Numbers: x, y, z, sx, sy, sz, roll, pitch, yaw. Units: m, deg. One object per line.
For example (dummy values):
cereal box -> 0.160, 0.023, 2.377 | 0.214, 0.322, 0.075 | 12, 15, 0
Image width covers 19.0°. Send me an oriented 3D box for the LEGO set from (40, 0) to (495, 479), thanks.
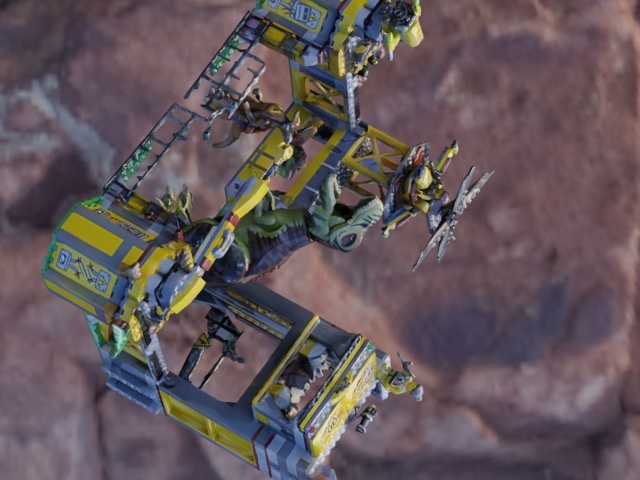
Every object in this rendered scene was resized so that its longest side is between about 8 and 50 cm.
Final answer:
LEGO set -> 0.000, 0.000, 1.182 | 0.192, 0.331, 0.255 | 28, 147, 18
